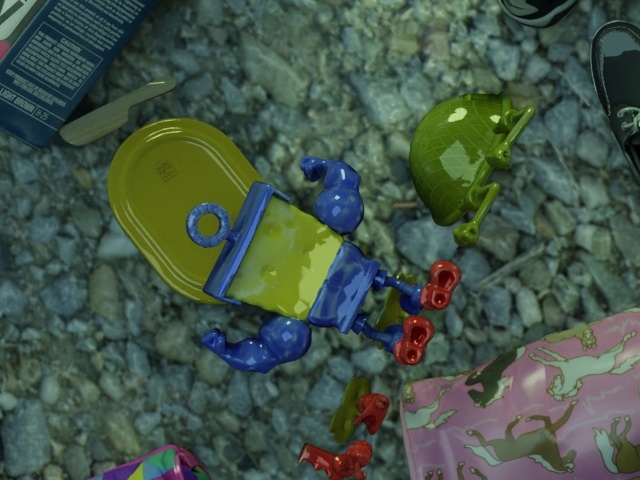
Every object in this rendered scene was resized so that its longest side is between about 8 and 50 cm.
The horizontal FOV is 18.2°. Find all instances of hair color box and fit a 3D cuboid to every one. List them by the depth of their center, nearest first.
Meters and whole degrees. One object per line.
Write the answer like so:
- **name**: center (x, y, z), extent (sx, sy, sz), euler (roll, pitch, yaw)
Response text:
- **hair color box**: center (-0.208, -0.270, 1.738), extent (0.347, 0.105, 0.174), euler (-51, 49, 7)

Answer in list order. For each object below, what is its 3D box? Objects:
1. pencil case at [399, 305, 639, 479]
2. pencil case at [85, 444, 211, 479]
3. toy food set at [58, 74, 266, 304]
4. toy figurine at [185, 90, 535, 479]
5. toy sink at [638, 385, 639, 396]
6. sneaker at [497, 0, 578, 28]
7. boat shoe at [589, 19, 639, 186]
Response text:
- **pencil case**: center (0.255, 0.152, 1.659), extent (0.386, 0.167, 0.160), euler (-16, 131, 11)
- **pencil case**: center (-0.207, 0.258, 1.777), extent (0.236, 0.104, 0.104), euler (-20, 86, 9)
- **toy food set**: center (-0.124, -0.035, 1.782), extent (0.128, 0.071, 0.218), euler (-36, 85, -15)
- **toy figurine**: center (0.000, 0.000, 1.665), extent (0.217, 0.191, 0.363), euler (25, 90, -5)
- **toy sink**: center (0.341, 0.222, 1.517), extent (0.131, 0.153, 0.234), euler (-16, 110, 9)
- **sneaker**: center (0.222, -0.288, 1.665), extent (0.094, 0.153, 0.235), euler (40, 97, 7)
- **boat shoe**: center (0.285, -0.095, 1.697), extent (0.075, 0.065, 0.206), euler (-22, 86, 10)
